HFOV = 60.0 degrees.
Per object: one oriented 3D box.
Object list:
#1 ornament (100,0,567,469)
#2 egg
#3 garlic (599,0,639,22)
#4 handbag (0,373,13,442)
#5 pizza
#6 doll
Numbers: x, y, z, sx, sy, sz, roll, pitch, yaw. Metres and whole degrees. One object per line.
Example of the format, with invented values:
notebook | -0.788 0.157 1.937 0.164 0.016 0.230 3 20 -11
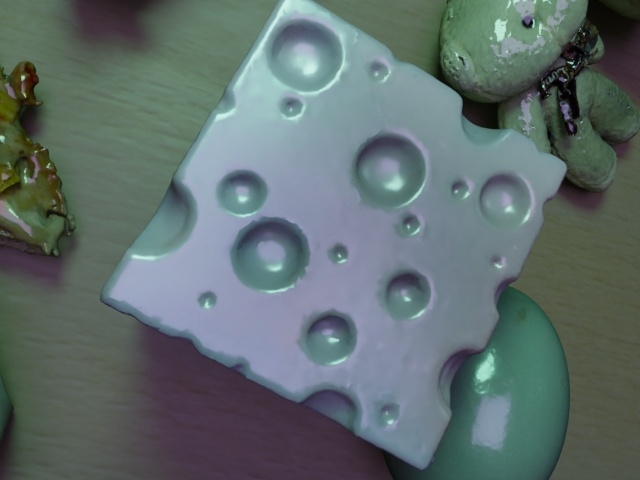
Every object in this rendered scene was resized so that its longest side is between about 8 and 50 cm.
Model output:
ornament | 0.000 0.000 0.472 0.240 0.239 0.239 30 80 -8
egg | 0.145 0.150 0.528 0.168 0.168 0.230 23 75 -10
garlic | 0.422 -0.385 0.624 0.151 0.196 0.338 38 76 -23
handbag | -0.408 0.136 0.397 0.298 0.151 0.171 -10 114 -12
pizza | -0.336 -0.100 0.491 0.189 0.071 0.296 -27 92 -14
doll | 0.258 -0.177 0.604 0.278 0.149 0.175 33 46 -21
